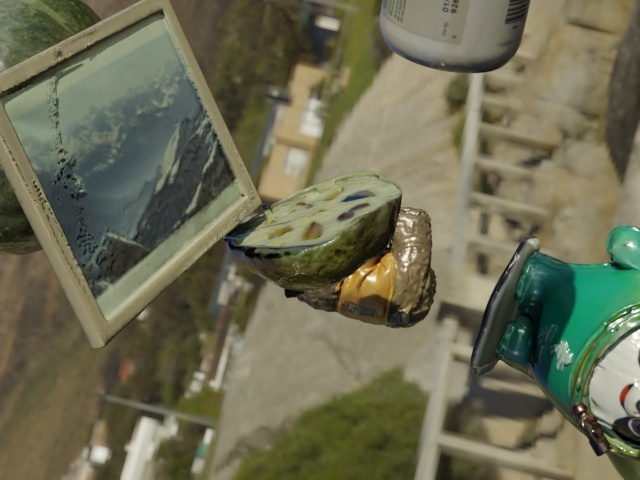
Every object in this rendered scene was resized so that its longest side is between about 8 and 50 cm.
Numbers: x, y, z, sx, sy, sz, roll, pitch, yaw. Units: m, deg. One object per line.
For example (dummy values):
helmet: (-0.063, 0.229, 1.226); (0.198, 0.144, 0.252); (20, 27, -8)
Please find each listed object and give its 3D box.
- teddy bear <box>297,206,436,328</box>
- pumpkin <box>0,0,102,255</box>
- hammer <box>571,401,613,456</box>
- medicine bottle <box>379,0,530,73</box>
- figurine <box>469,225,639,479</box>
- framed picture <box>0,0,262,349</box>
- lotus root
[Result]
teddy bear: (0.050, 0.045, 1.760); (0.177, 0.190, 0.140); (87, -169, -55)
pumpkin: (-0.356, -0.134, 1.600); (0.291, 0.257, 0.328); (103, -172, -62)
hammer: (0.292, 0.203, 1.487); (0.065, 0.021, 0.178); (60, -177, 7)
medicine bottle: (0.132, -0.272, 1.259); (0.135, 0.135, 0.215); (-71, -8, -61)
figurine: (0.379, 0.144, 1.747); (0.231, 0.340, 0.324); (-29, -40, -60)
framed picture: (-0.177, -0.080, 1.305); (0.247, 0.022, 0.335); (66, -151, -13)
lotus root: (0.002, 0.001, 1.446); (0.203, 0.183, 0.078); (-141, 30, -69)
